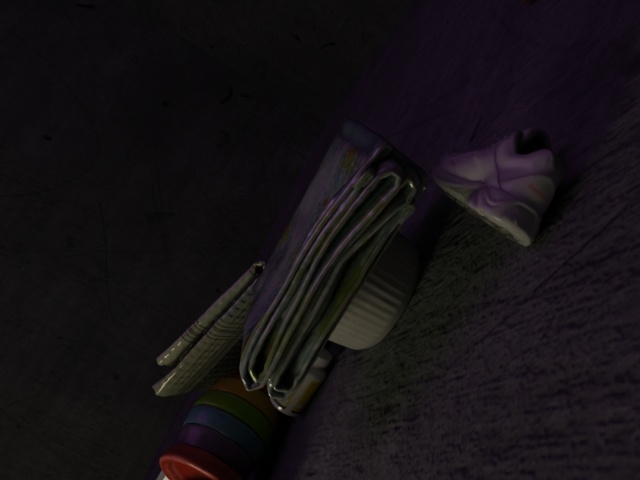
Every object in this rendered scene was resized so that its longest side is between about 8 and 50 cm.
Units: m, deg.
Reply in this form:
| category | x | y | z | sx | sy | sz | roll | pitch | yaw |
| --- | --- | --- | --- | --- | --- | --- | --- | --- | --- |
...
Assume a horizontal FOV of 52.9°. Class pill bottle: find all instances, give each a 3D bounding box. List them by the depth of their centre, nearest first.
| category | x | y | z | sx | sy | sz | roll | pitch | yaw |
| --- | --- | --- | --- | --- | --- | --- | --- | --- | --- |
| pill bottle | -0.030 | 0.229 | 1.071 | 0.116 | 0.065 | 0.065 | -57 | 10 | 14 |

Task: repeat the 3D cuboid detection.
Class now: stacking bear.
| category | x | y | z | sx | sy | sz | roll | pitch | yaw |
| --- | --- | --- | --- | --- | --- | --- | --- | --- | --- |
| stacking bear | -0.139 | 0.310 | 1.144 | 0.175 | 0.164 | 0.289 | -25 | 24 | 46 |

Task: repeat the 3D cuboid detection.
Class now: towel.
| category | x | y | z | sx | sy | sz | roll | pitch | yaw |
| --- | --- | --- | --- | --- | --- | --- | --- | --- | --- |
| towel | 0.000 | 0.000 | 0.856 | 0.320 | 0.090 | 0.374 | -57 | 9 | 12 |
| towel | -0.135 | 0.167 | 1.219 | 0.324 | 0.056 | 0.312 | -48 | -24 | 12 |

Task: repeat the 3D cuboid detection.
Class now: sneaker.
| category | x | y | z | sx | sy | sz | roll | pitch | yaw |
| --- | --- | --- | --- | --- | --- | --- | --- | --- | --- |
| sneaker | 0.206 | -0.075 | 0.719 | 0.115 | 0.090 | 0.232 | -52 | 19 | 9 |

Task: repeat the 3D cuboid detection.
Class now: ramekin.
| category | x | y | z | sx | sy | sz | roll | pitch | yaw |
| --- | --- | --- | --- | --- | --- | --- | --- | --- | --- |
| ramekin | 0.059 | 0.064 | 0.959 | 0.207 | 0.109 | 0.207 | -57 | 9 | 15 |

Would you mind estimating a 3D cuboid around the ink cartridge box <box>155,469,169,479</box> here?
| category | x | y | z | sx | sy | sz | roll | pitch | yaw |
| --- | --- | --- | --- | --- | --- | --- | --- | --- | --- |
| ink cartridge box | -0.283 | 0.485 | 1.339 | 0.303 | 0.072 | 0.307 | -61 | -6 | 8 |

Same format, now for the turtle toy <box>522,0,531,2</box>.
| category | x | y | z | sx | sy | sz | roll | pitch | yaw |
| --- | --- | --- | --- | --- | --- | --- | --- | --- | --- |
| turtle toy | 0.365 | -0.471 | 1.078 | 0.130 | 0.066 | 0.095 | -64 | 10 | -19 |
